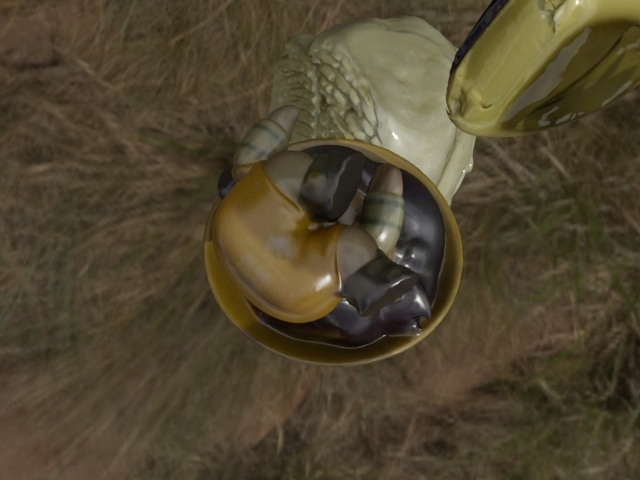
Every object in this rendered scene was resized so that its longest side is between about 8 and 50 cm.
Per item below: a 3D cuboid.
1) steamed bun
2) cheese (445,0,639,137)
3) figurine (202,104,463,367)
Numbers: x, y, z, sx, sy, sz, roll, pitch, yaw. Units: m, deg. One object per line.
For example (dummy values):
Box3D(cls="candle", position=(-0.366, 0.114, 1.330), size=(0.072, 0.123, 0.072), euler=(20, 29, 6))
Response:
Box3D(cls="steamed bun", position=(0.072, -0.124, 1.372), size=(0.203, 0.276, 0.289), euler=(-11, 149, -24))
Box3D(cls="cheese", position=(0.123, -0.080, 0.507), size=(0.036, 0.162, 0.086), euler=(52, 126, 24))
Box3D(cls="figurine", position=(-0.003, 0.004, 0.838), size=(0.192, 0.257, 0.167), euler=(45, 99, 13))
